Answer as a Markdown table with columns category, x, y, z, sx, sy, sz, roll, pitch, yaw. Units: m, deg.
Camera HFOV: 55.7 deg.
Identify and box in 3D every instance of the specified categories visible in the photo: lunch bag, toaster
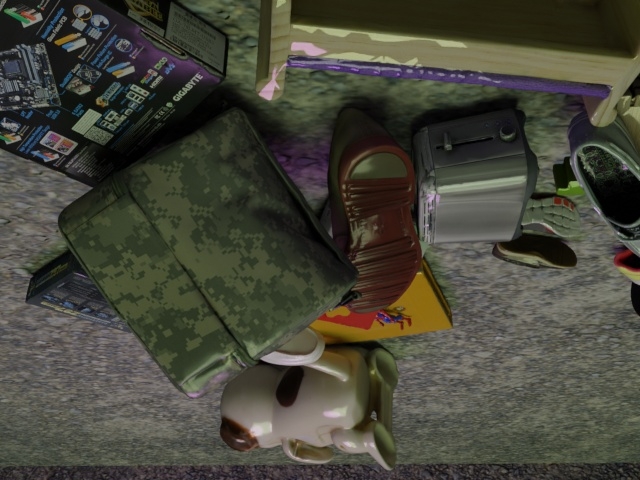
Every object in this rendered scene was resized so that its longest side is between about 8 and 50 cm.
| category | x | y | z | sx | sy | sz | roll | pitch | yaw |
| --- | --- | --- | --- | --- | --- | --- | --- | --- | --- |
| lunch bag | -0.124 | 0.011 | 0.778 | 0.256 | 0.305 | 0.212 | -34 | -178 | 8 |
| toaster | 0.203 | -0.075 | 0.835 | 0.146 | 0.129 | 0.227 | -5 | 151 | 6 |

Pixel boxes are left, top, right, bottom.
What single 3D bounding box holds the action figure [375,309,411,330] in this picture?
| category | x | y | z | sx | sy | sz | roll | pitch | yaw |
| --- | --- | --- | --- | --- | --- | --- | --- | --- | --- |
| action figure | 0.132 | 0.157 | 1.220 | 0.115 | 0.030 | 0.038 | 23 | 147 | -30 |

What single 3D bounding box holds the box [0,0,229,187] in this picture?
| category | x | y | z | sx | sy | sz | roll | pitch | yaw |
| --- | --- | --- | --- | --- | --- | --- | --- | --- | --- |
| box | -0.305 | -0.196 | 0.676 | 0.293 | 0.073 | 0.295 | 26 | 140 | -36 |

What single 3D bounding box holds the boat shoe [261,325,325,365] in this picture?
| category | x | y | z | sx | sy | sz | roll | pitch | yaw |
| --- | --- | --- | --- | --- | --- | --- | --- | --- | --- |
| boat shoe | -0.127 | 0.172 | 1.198 | 0.277 | 0.098 | 0.096 | 14 | 153 | 10 |

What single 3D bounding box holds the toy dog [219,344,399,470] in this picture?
| category | x | y | z | sx | sy | sz | roll | pitch | yaw |
| --- | --- | --- | --- | --- | --- | --- | --- | --- | --- |
| toy dog | -0.053 | 0.407 | 1.477 | 0.408 | 0.285 | 0.395 | -13 | 150 | 24 |

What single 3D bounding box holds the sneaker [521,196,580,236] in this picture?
| category | x | y | z | sx | sy | sz | roll | pitch | yaw |
| --- | --- | --- | --- | --- | --- | --- | --- | --- | --- |
| sneaker | 0.348 | -0.042 | 0.982 | 0.158 | 0.061 | 0.065 | 12 | 173 | -19 |

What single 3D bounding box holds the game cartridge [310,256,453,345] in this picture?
| category | x | y | z | sx | sy | sz | roll | pitch | yaw |
| --- | --- | --- | --- | --- | --- | --- | --- | --- | --- |
| game cartridge | 0.088 | 0.134 | 1.258 | 0.323 | 0.053 | 0.285 | -10 | 148 | 19 |

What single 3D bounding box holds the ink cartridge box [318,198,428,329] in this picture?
| category | x | y | z | sx | sy | sz | roll | pitch | yaw |
| --- | --- | --- | --- | --- | --- | --- | --- | --- | --- |
| ink cartridge box | 0.061 | 0.050 | 0.997 | 0.181 | 0.056 | 0.225 | 15 | 106 | -25 |

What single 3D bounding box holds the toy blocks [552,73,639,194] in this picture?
| category | x | y | z | sx | sy | sz | roll | pitch | yaw |
| --- | --- | --- | --- | --- | --- | --- | --- | --- | --- |
| toy blocks | 0.463 | -0.181 | 0.650 | 0.381 | 0.191 | 0.261 | -1 | 138 | 13 |

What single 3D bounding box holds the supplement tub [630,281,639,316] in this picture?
| category | x | y | z | sx | sy | sz | roll | pitch | yaw |
| --- | --- | --- | --- | --- | --- | --- | --- | --- | --- |
| supplement tub | 0.718 | 0.106 | 1.171 | 0.198 | 0.106 | 0.106 | 2 | 149 | -5 |

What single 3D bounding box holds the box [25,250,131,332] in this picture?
| category | x | y | z | sx | sy | sz | roll | pitch | yaw |
| --- | --- | --- | --- | --- | --- | --- | --- | --- | --- |
| box | -0.416 | 0.104 | 1.175 | 0.183 | 0.059 | 0.232 | -27 | 141 | 35 |

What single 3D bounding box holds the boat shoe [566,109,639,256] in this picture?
| category | x | y | z | sx | sy | sz | roll | pitch | yaw |
| --- | --- | --- | --- | --- | --- | --- | --- | --- | --- |
| boat shoe | 0.341 | -0.039 | 0.676 | 0.079 | 0.081 | 0.227 | -23 | 116 | 43 |

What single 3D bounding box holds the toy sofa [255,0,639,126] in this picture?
| category | x | y | z | sx | sy | sz | roll | pitch | yaw |
| --- | --- | --- | --- | --- | --- | --- | --- | --- | --- |
| toy sofa | 0.119 | -0.200 | 0.609 | 0.362 | 0.150 | 0.177 | 3 | 147 | -7 |

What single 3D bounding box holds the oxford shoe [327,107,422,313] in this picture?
| category | x | y | z | sx | sy | sz | roll | pitch | yaw |
| --- | --- | --- | --- | --- | --- | --- | --- | --- | --- |
| oxford shoe | 0.071 | -0.030 | 0.870 | 0.123 | 0.130 | 0.348 | -10 | 136 | -9 |

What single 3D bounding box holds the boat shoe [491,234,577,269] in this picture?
| category | x | y | z | sx | sy | sz | roll | pitch | yaw |
| --- | --- | --- | --- | --- | --- | --- | --- | --- | --- |
| boat shoe | 0.379 | 0.022 | 1.079 | 0.152 | 0.056 | 0.049 | 15 | 151 | -8 |

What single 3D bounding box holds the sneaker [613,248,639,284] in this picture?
| category | x | y | z | sx | sy | sz | roll | pitch | yaw |
| --- | --- | --- | --- | --- | --- | --- | --- | --- | --- |
| sneaker | 0.608 | 0.018 | 1.048 | 0.094 | 0.081 | 0.208 | 19 | 144 | -26 |
